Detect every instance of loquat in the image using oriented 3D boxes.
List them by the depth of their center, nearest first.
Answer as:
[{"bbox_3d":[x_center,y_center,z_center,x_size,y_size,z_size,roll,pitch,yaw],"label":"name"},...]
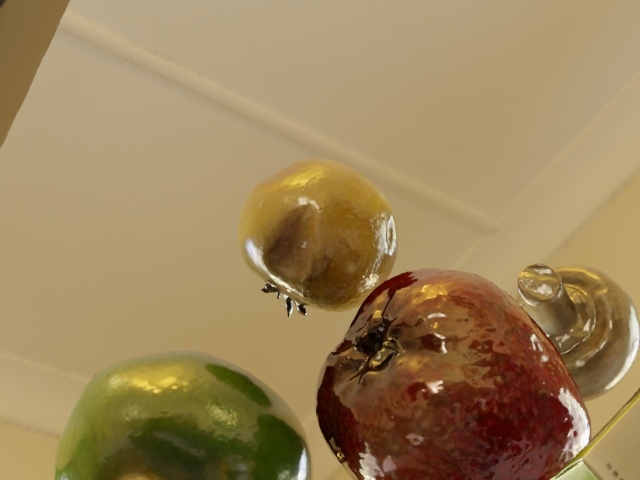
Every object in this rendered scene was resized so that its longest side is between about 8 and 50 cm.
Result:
[{"bbox_3d":[-0.004,-0.003,1.585,0.213,0.213,0.213,-9,-48,-10],"label":"loquat"}]

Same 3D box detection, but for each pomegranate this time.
[{"bbox_3d":[-0.167,0.253,1.426,0.310,0.358,0.216,16,-74,12],"label":"pomegranate"}]

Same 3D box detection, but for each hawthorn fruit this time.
[{"bbox_3d":[0.181,0.197,1.412,0.369,0.284,0.284,26,-60,-16],"label":"hawthorn fruit"}]

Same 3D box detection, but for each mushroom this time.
[{"bbox_3d":[0.326,0.114,1.686,0.207,0.207,0.215,-30,-44,10],"label":"mushroom"}]

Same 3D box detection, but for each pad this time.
[{"bbox_3d":[-0.284,-0.100,1.001,0.007,0.247,0.367,32,-63,-2],"label":"pad"}]

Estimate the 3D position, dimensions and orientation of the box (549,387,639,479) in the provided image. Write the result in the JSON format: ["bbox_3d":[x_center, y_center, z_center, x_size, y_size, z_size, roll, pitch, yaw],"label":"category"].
[{"bbox_3d":[0.355,0.263,1.129,0.175,0.260,0.062,-33,-13,-39],"label":"box"}]
